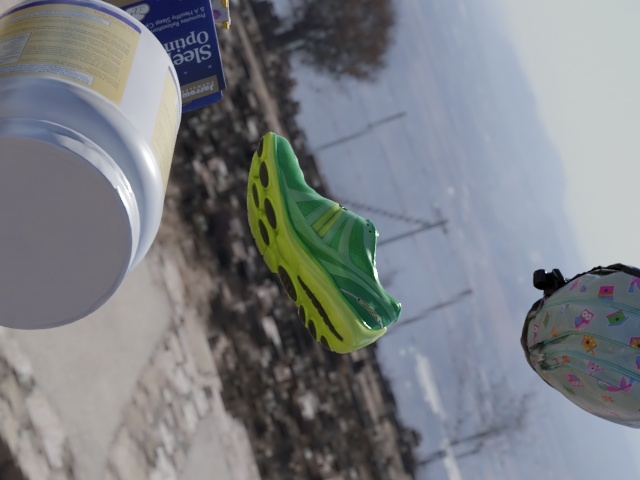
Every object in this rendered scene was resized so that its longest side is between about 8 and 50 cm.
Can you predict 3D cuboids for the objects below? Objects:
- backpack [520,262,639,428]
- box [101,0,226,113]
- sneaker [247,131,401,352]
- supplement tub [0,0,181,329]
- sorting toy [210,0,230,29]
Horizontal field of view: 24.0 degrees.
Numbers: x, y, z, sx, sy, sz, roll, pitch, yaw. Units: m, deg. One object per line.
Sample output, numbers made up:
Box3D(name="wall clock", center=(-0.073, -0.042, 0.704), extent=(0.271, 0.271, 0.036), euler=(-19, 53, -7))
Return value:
Box3D(name="backpack", center=(0.242, 0.084, 1.189), extent=(0.182, 0.152, 0.115), euler=(125, -16, -78))
Box3D(name="box", center=(-0.199, -0.242, 1.942), extent=(0.225, 0.136, 0.036), euler=(82, -16, -44))
Box3D(name="sneaker", center=(0.000, 0.000, 1.824), extent=(0.295, 0.123, 0.109), euler=(63, -30, 19))
Box3D(name="supplement tub", center=(-0.269, -0.084, 1.501), extent=(0.331, 0.241, 0.241), euler=(-89, 158, -61))
Box3D(name="sorting toy", center=(-0.163, -0.320, 2.059), extent=(0.083, 0.075, 0.045), euler=(89, -2, -52))
